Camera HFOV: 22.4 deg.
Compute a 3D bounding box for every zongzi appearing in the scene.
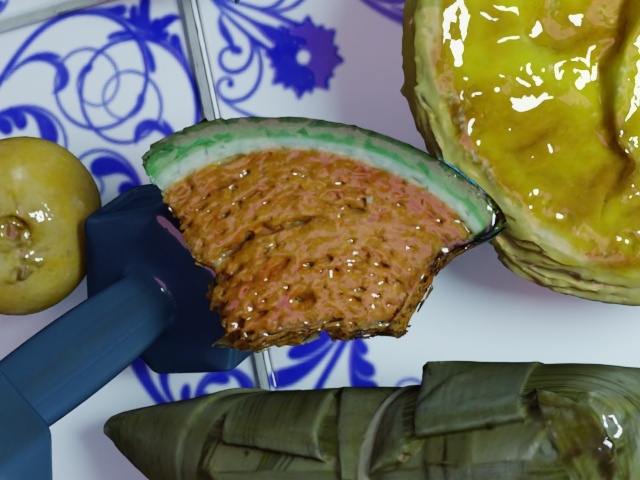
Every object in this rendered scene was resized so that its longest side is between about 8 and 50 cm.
[{"bbox_3d":[0.084,0.329,1.132,0.467,0.218,0.499,-8,99,42],"label":"zongzi"}]

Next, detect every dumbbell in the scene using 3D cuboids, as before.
[{"bbox_3d":[-0.169,0.079,1.104,0.156,0.316,0.143,47,137,4],"label":"dumbbell"}]

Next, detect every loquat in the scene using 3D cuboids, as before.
[{"bbox_3d":[-0.233,-0.010,1.226,0.141,0.141,0.141,0,89,18],"label":"loquat"}]

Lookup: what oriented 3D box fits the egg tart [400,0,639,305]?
[{"bbox_3d":[0.216,-0.123,1.083,0.341,0.132,0.341,0,90,17],"label":"egg tart"}]

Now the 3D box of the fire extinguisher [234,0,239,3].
[{"bbox_3d":[-0.151,-0.275,1.214,0.337,0.114,0.135,29,71,16],"label":"fire extinguisher"}]

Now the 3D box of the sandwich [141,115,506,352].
[{"bbox_3d":[0.007,-0.008,1.071,0.235,0.079,0.159,-7,82,13],"label":"sandwich"}]
